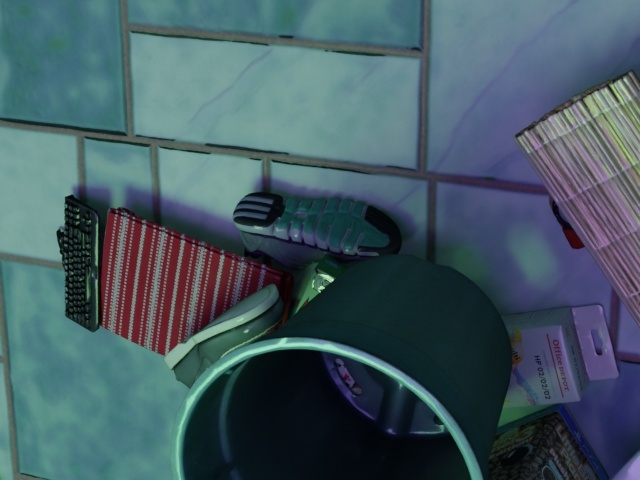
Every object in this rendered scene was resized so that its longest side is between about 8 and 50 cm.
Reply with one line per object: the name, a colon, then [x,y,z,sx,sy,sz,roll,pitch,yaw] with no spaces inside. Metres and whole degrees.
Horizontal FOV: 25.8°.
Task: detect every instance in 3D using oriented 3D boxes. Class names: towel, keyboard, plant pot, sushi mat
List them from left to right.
keyboard: [-0.340,0.029,1.941,0.108,0.023,0.180,27,120,47]
towel: [-0.173,0.081,1.878,0.275,0.031,0.199,21,120,17]
plant pot: [0.057,0.193,1.557,0.341,0.334,0.341,8,114,18]
sushi mat: [0.354,-0.021,1.513,0.151,0.019,0.316,-31,97,30]

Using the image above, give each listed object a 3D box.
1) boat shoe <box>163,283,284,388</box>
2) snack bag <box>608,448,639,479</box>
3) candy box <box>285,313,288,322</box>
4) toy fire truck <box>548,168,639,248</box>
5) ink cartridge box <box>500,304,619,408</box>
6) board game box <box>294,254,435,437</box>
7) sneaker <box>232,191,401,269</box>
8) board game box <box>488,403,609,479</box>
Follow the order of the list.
boat shoe: [-0.103,0.138,1.731,0.099,0.116,0.319,56,153,2]
snack bag: [0.541,0.290,1.635,0.323,0.037,0.342,43,103,1]
candy box: [-0.143,0.092,1.904,0.206,0.027,0.105,16,113,17]
toy fire truck: [0.399,0.003,1.583,0.217,0.158,0.246,-19,113,27]
ink cartridge box: [0.266,0.146,1.731,0.181,0.061,0.104,-10,105,26]
board game box: [0.039,0.199,1.785,0.213,0.046,0.317,27,119,8]
sneaker: [0.000,0.000,1.795,0.223,0.083,0.098,13,140,18]
board game box: [0.202,0.355,1.707,0.232,0.291,0.141,-28,96,28]
